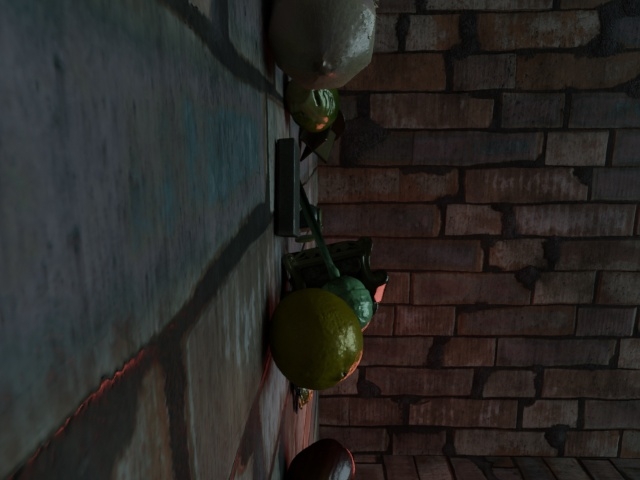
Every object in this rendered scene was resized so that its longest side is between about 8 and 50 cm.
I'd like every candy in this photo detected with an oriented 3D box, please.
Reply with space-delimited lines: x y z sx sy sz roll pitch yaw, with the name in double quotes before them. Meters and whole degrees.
"candy" 0.000 0.000 1.054 0.119 0.119 0.440 82 -13 -76

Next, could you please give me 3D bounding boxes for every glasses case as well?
"glasses case" -0.071 -0.110 1.010 0.071 0.047 0.205 42 49 -82

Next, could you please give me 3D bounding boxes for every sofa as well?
"sofa" 0.035 0.125 1.167 0.200 0.258 0.182 88 -11 -65

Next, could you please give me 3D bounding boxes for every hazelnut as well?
"hazelnut" -0.002 0.634 1.216 0.181 0.181 0.212 -118 -149 -48

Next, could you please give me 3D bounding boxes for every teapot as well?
"teapot" -0.037 -0.054 1.404 0.092 0.090 0.124 40 50 -86

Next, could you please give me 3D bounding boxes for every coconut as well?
"coconut" 0.005 -0.395 0.895 0.224 0.224 0.234 88 -9 -54

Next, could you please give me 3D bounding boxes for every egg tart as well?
"egg tart" -0.053 0.500 1.578 0.129 0.049 0.129 -1 90 -86

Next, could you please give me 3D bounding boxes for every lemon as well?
"lemon" -0.012 0.181 0.890 0.203 0.178 0.178 52 -24 38

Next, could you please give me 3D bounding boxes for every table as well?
"table" -0.006 -0.380 1.712 0.227 0.167 0.167 -74 167 -49

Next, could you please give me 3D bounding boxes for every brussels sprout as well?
"brussels sprout" -0.019 -0.364 1.220 0.180 0.143 0.162 -31 144 -62

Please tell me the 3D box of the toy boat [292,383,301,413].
"toy boat" -0.052 0.371 1.398 0.318 0.072 0.219 93 2 -55
